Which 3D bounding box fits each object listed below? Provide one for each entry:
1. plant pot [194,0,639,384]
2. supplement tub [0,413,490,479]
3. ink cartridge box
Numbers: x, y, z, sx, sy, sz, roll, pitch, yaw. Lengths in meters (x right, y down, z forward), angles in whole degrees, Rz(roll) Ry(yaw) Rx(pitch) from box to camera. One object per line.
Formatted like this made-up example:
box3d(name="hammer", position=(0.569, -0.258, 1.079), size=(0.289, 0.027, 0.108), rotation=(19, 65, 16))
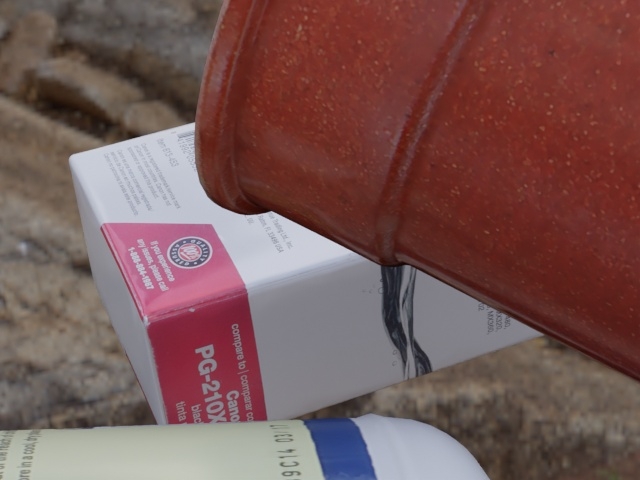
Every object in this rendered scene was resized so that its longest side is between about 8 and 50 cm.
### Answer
box3d(name="plant pot", position=(0.143, -0.058, 0.558), size=(0.265, 0.272, 0.272), rotation=(32, 45, 13))
box3d(name="supplement tub", position=(-0.112, 0.169, 0.435), size=(0.325, 0.235, 0.235), rotation=(-1, 35, -6))
box3d(name="ink cartridge box", position=(0.000, 0.000, 0.894), size=(0.237, 0.100, 0.172), rotation=(-16, 37, -13))
